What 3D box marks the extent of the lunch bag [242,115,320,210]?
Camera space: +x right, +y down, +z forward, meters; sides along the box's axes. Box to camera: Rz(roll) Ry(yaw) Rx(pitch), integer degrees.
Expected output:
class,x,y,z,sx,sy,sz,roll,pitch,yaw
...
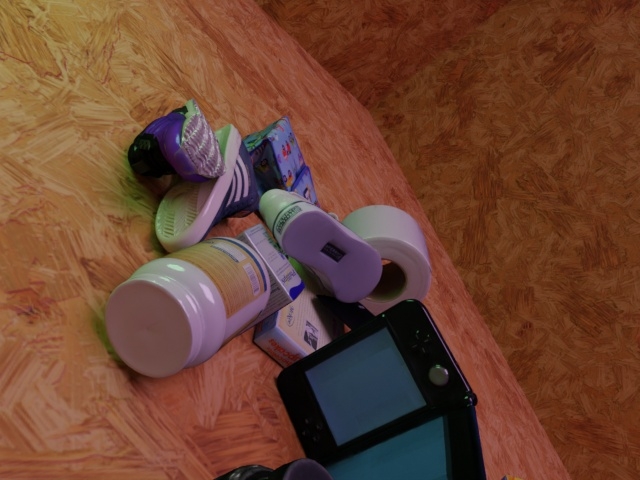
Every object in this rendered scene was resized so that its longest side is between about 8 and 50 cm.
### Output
class,x,y,z,sx,sy,sz,roll,pitch,yaw
lunch bag,-0.088,-0.122,1.149,0.293,0.138,0.221,61,18,-21

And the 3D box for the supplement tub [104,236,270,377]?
class,x,y,z,sx,sy,sz,roll,pitch,yaw
supplement tub,-0.168,0.081,0.633,0.144,0.144,0.199,56,22,0

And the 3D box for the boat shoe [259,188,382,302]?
class,x,y,z,sx,sy,sz,roll,pitch,yaw
boat shoe,-0.007,0.006,0.944,0.156,0.136,0.367,45,5,38

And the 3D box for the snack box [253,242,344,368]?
class,x,y,z,sx,sy,sz,roll,pitch,yaw
snack box,-0.028,0.134,0.962,0.187,0.060,0.322,46,24,-22

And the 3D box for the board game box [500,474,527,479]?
class,x,y,z,sx,sy,sz,roll,pitch,yaw
board game box,0.314,0.558,0.516,0.356,0.356,0.357,19,31,-7

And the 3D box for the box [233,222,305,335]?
class,x,y,z,sx,sy,sz,roll,pitch,yaw
box,-0.119,0.064,0.786,0.137,0.126,0.072,56,20,-2

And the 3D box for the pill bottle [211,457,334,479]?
class,x,y,z,sx,sy,sz,roll,pitch,yaw
pill bottle,-0.086,0.281,0.425,0.123,0.219,0.123,44,25,-27

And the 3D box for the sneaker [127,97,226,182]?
class,x,y,z,sx,sy,sz,roll,pitch,yaw
sneaker,-0.247,-0.143,0.779,0.102,0.146,0.293,64,-1,-27

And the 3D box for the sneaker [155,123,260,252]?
class,x,y,z,sx,sy,sz,roll,pitch,yaw
sneaker,-0.180,-0.074,0.863,0.350,0.131,0.148,-82,149,-49

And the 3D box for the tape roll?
class,x,y,z,sx,sy,sz,roll,pitch,yaw
tape roll,0.148,0.054,1.195,0.246,0.246,0.169,47,24,-20

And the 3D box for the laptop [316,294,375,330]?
class,x,y,z,sx,sy,sz,roll,pitch,yaw
laptop,0.090,0.254,0.967,0.234,0.136,0.265,21,71,-61

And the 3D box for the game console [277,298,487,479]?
class,x,y,z,sx,sy,sz,roll,pitch,yaw
game console,0.053,0.255,0.653,0.173,0.293,0.250,8,51,-62
